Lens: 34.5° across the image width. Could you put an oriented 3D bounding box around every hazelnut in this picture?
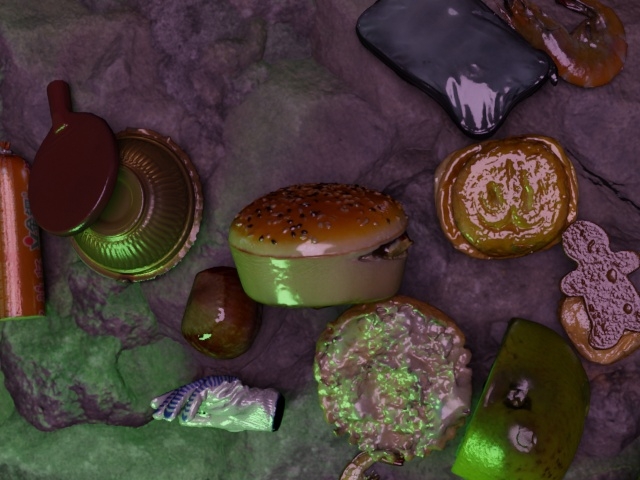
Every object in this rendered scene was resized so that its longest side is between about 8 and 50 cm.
[{"bbox_3d":[-0.160,0.121,1.731,0.143,0.143,0.154,10,73,7],"label":"hazelnut"}]

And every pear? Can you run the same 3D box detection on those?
[{"bbox_3d":[0.324,0.275,1.594,0.176,0.282,0.287,21,89,12],"label":"pear"}]

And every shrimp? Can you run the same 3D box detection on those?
[{"bbox_3d":[0.402,-0.357,1.722,0.248,0.068,0.150,35,79,2],"label":"shrimp"},{"bbox_3d":[0.120,0.424,1.735,0.178,0.034,0.124,31,85,11],"label":"shrimp"}]

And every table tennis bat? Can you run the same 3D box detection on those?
[{"bbox_3d":[-0.427,-0.146,1.744,0.200,0.038,0.310,-31,56,22],"label":"table tennis bat"}]

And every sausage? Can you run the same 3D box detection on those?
[{"bbox_3d":[-0.534,-0.018,1.794,0.092,0.093,0.312,-5,87,6],"label":"sausage"}]

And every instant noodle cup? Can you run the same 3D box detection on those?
[{"bbox_3d":[-0.338,-0.062,1.755,0.273,0.090,0.274,-1,87,15],"label":"instant noodle cup"}]

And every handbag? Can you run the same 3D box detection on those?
[{"bbox_3d":[0.223,-0.319,1.716,0.191,0.075,0.332,-45,73,-4],"label":"handbag"}]

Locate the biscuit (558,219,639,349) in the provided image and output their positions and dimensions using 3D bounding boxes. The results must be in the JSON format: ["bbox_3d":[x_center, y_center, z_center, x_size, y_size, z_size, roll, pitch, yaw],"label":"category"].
[{"bbox_3d":[0.448,0.062,1.635,0.138,0.031,0.205,-26,83,1],"label":"biscuit"}]

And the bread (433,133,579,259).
[{"bbox_3d":[0.306,-0.069,1.688,0.236,0.120,0.198,-10,95,7],"label":"bread"}]

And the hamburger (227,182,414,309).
[{"bbox_3d":[0.000,0.000,1.644,0.300,0.300,0.176,1,103,6],"label":"hamburger"}]

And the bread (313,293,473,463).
[{"bbox_3d":[0.122,0.219,1.676,0.274,0.149,0.274,0,88,14],"label":"bread"}]

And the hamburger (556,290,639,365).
[{"bbox_3d":[0.466,0.128,1.683,0.138,0.083,0.147,-36,83,7],"label":"hamburger"}]

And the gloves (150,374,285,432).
[{"bbox_3d":[-0.174,0.280,1.743,0.229,0.097,0.119,0,132,-1],"label":"gloves"}]

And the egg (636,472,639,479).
[{"bbox_3d":[0.620,0.454,1.540,0.300,0.301,0.374,-10,86,6],"label":"egg"}]
